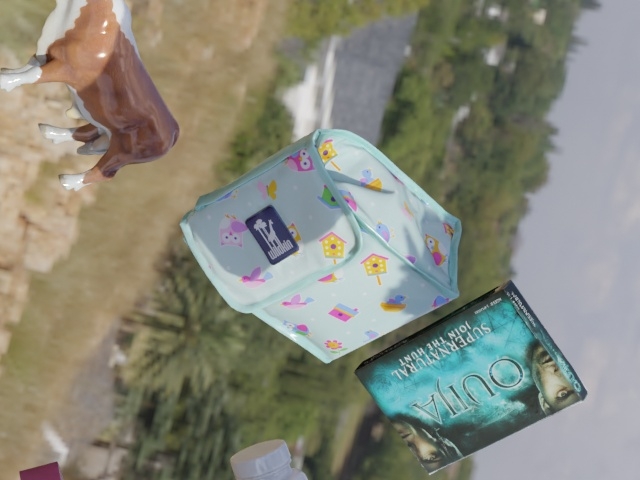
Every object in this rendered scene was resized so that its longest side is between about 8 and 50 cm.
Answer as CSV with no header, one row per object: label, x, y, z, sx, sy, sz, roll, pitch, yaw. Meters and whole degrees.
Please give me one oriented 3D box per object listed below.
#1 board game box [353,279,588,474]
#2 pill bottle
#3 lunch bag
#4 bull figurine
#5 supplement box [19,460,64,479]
board game box,0.136,0.129,1.297,0.186,0.126,0.026,-33,-174,35
pill bottle,-0.061,0.386,2.016,0.112,0.112,0.186,-45,117,-76
lunch bag,0.000,0.000,1.621,0.223,0.262,0.160,-29,-140,34
bull figurine,-0.289,-0.203,1.753,0.101,0.188,0.310,-111,176,-52
supplement box,-0.367,0.339,1.887,0.083,0.055,0.043,88,-14,-51
